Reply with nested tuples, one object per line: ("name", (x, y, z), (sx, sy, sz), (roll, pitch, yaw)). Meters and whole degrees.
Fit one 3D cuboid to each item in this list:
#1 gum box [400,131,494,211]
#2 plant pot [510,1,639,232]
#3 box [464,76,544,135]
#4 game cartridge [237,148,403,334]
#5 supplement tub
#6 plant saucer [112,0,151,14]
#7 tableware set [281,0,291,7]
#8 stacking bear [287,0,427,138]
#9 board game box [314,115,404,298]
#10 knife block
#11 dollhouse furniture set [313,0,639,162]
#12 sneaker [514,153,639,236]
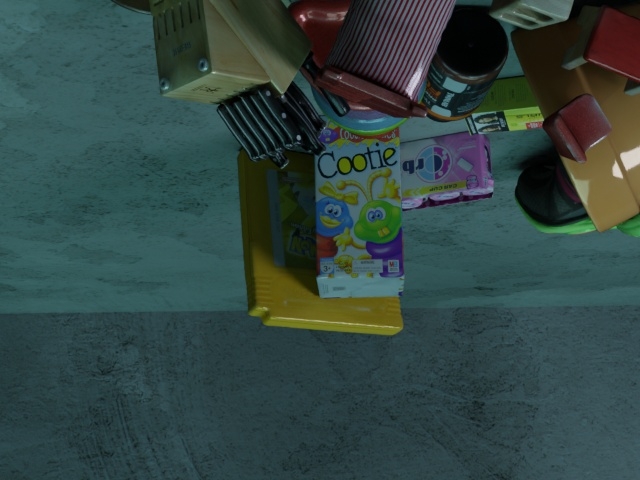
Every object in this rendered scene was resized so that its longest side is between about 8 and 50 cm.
("gum box", (0.209, -0.120, 1.838), (0.188, 0.107, 0.062), (-8, 163, 24))
("plant pot", (0.398, -0.180, 1.371), (0.203, 0.291, 0.291), (-23, 158, 16))
("box", (0.336, -0.211, 1.608), (0.232, 0.058, 0.087), (-5, 161, 14))
("game cartridge", (0.000, 0.000, 1.853), (0.285, 0.324, 0.052), (6, 152, -26))
("supplement tub", (0.185, -0.229, 1.451), (0.106, 0.106, 0.198), (0, 164, -5))
("plant saucer", (-0.196, -0.311, 1.265), (0.168, 0.029, 0.168), (1, 163, 0))
("tableware set", (-0.042, -0.308, 1.305), (0.104, 0.024, 0.154), (-8, 163, 22))
("stacking bear", (0.063, -0.215, 1.408), (0.175, 0.164, 0.289), (-18, 171, 2))
("board game box", (0.064, -0.055, 1.749), (0.142, 0.275, 0.144), (-2, 164, 2))
("knife block", (-0.073, -0.225, 1.205), (0.088, 0.276, 0.242), (-15, 170, 40))
("dollhouse furniture set", (0.199, -0.200, 1.149), (0.374, 0.201, 0.152), (20, -177, -9))
("sneaker", (0.478, -0.120, 1.777), (0.185, 0.202, 0.483), (-21, -173, -18))
